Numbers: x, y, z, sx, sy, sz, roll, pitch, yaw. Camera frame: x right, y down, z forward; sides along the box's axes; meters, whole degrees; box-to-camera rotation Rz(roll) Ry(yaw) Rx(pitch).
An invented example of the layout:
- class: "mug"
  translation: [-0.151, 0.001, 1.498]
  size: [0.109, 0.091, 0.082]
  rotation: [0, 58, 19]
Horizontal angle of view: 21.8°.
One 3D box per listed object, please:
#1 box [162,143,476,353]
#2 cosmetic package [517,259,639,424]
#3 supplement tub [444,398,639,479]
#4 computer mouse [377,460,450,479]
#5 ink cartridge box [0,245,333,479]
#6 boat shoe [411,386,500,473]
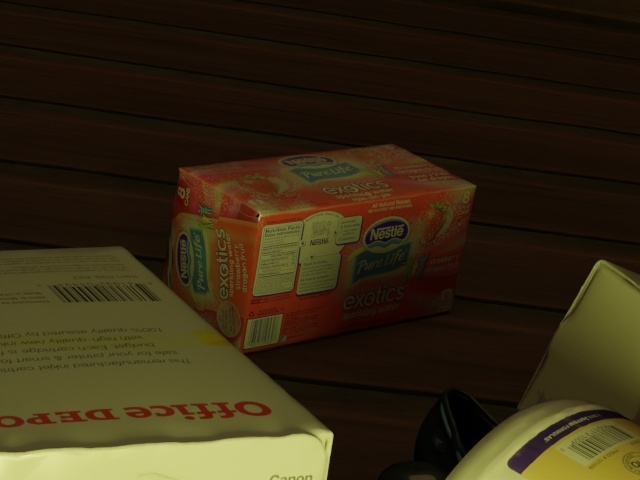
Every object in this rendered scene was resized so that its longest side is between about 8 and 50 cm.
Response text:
- class: "box"
  translation: [0.000, 0.000, 1.717]
  size: [0.300, 0.154, 0.142]
  rotation: [-10, 29, -40]
- class: "cosmetic package"
  translation: [0.334, 0.146, 1.383]
  size: [0.296, 0.153, 0.129]
  rotation: [20, 13, -30]
- class: "supplement tub"
  translation: [0.231, 0.267, 1.017]
  size: [0.241, 0.241, 0.331]
  rotation: [-11, 30, -44]
- class: "computer mouse"
  translation: [0.146, 0.238, 1.214]
  size: [0.242, 0.041, 0.071]
  rotation: [31, 57, -1]
- class: "ink cartridge box"
  translation: [-0.206, 0.141, 1.214]
  size: [0.279, 0.160, 0.385]
  rotation: [-1, 19, -29]
- class: "boat shoe"
  translation: [0.151, 0.207, 1.342]
  size: [0.109, 0.089, 0.258]
  rotation: [-6, 28, -37]
